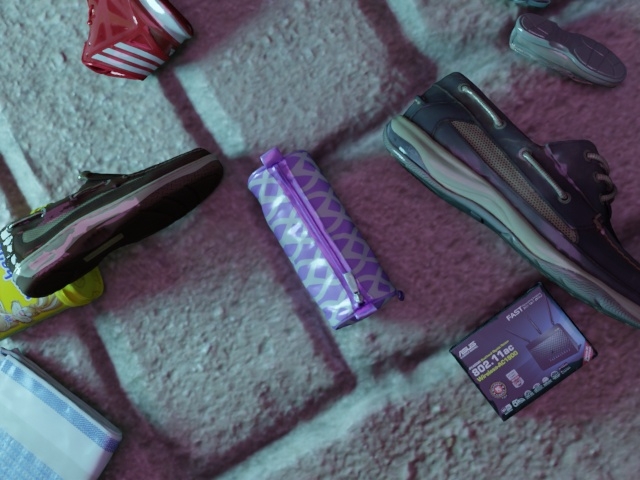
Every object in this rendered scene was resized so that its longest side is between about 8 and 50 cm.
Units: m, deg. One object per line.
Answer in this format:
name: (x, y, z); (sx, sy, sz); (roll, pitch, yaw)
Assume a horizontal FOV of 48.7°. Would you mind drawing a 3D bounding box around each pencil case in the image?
pencil case: (0.000, 0.000, 0.768); (0.086, 0.088, 0.206); (-35, 81, 7)

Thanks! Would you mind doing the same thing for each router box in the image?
router box: (0.211, 0.116, 0.742); (0.122, 0.038, 0.092); (-39, 80, 9)

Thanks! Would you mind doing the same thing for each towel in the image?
towel: (-0.378, 0.295, 0.838); (0.209, 0.034, 0.285); (28, 84, 20)

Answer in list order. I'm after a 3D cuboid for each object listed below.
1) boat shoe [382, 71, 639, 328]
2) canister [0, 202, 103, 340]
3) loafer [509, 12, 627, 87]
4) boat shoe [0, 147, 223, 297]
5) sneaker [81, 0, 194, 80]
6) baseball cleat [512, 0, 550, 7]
boat shoe: (0.228, -0.043, 0.696); (0.355, 0.132, 0.130); (38, 97, 10)
canister: (-0.365, 0.046, 0.857); (0.169, 0.073, 0.126); (-25, 83, 12)
loafer: (0.258, -0.194, 0.745); (0.125, 0.039, 0.045); (32, 62, 9)
boat shoe: (-0.235, -0.045, 0.787); (0.257, 0.095, 0.095); (-33, 77, -18)
sneaker: (-0.266, -0.280, 0.837); (0.128, 0.087, 0.221); (-45, 79, 7)
baseball cleat: (0.239, -0.348, 0.743); (0.109, 0.072, 0.206); (14, 96, -1)
